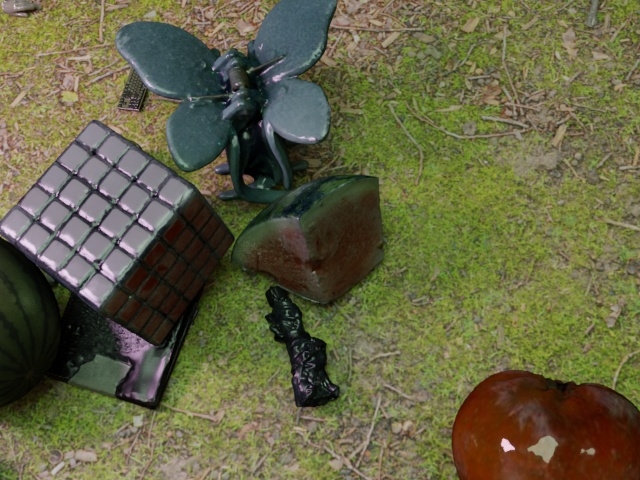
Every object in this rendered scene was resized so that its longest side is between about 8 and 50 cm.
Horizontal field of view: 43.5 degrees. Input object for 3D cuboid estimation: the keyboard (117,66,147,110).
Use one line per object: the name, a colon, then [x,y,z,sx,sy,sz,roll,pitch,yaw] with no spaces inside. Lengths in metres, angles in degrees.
keyboard: [-0.369,-0.317,1.616,0.049,0.015,0.129,10,67,8]

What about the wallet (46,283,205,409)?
wallet: [-0.338,0.137,1.388,0.221,0.071,0.262,15,74,9]

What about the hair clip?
hair clip: [-0.129,-0.236,1.443,0.392,0.238,0.318,-14,67,-2]

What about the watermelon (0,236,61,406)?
watermelon: [-0.589,0.114,1.299,0.359,0.279,0.279,38,74,15]

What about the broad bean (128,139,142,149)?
broad bean: [-0.414,-0.096,1.479,0.169,0.100,0.228,30,73,23]

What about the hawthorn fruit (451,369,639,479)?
hawthorn fruit: [0.337,0.319,1.158,0.284,0.284,0.284,-1,66,3]

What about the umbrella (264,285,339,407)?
umbrella: [-0.035,0.170,1.354,0.080,0.071,0.224,-2,53,-36]

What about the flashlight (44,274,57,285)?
flashlight: [-0.519,0.072,1.451,0.083,0.018,0.018,-1,68,3]

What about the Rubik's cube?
Rubik's cube: [-0.316,-0.006,1.278,0.237,0.237,0.238,31,75,18]

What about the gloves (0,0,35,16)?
gloves: [-0.647,-0.494,1.705,0.081,0.037,0.044,-10,102,-7]

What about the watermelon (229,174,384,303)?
watermelon: [0.000,0.000,1.348,0.213,0.262,0.201,-35,92,-28]
